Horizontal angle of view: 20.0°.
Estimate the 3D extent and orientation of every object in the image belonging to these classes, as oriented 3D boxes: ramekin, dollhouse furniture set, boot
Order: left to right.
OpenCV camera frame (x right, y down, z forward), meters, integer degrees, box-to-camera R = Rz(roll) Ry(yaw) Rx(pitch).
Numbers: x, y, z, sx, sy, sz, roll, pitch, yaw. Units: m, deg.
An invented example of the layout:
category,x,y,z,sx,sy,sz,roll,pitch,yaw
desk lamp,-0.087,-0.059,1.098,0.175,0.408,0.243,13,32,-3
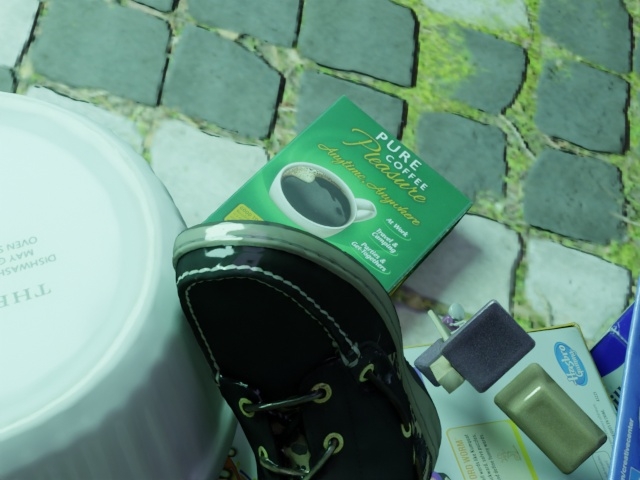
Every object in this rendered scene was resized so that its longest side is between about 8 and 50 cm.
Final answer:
category,x,y,z,sx,sy,sz,roll,pitch,yaw
ramekin,-0.176,0.045,0.888,0.273,0.127,0.273,-1,53,2
boot,-0.007,0.116,0.835,0.085,0.236,0.178,-7,54,22
dollhouse furniture set,0.092,0.090,1.016,0.114,0.091,0.081,45,5,-15

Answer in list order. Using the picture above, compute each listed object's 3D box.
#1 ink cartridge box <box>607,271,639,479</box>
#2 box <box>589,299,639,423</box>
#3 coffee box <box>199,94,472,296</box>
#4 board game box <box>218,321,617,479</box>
category,x,y,z,sx,sy,sz,roll,pitch,yaw
ink cartridge box,0.301,0.144,1.037,0.311,0.065,0.185,26,63,-23
box,0.244,0.086,1.126,0.137,0.072,0.126,42,51,10
coffee box,0.000,0.000,1.106,0.113,0.040,0.184,39,51,7
board game box,0.040,0.175,0.979,0.317,0.064,0.242,-5,58,-26
